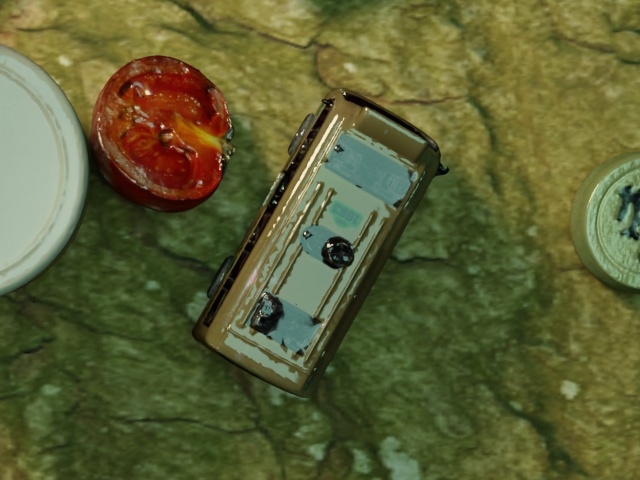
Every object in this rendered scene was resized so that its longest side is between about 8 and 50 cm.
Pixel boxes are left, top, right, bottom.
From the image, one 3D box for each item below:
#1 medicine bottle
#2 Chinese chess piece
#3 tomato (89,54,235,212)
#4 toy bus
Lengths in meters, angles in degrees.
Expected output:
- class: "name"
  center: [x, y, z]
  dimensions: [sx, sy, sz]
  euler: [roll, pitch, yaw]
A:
- class: "medicine bottle"
  center: [-0.328, -0.061, 1.639]
  dimensions: [0.237, 0.232, 0.238]
  euler: [0, 91, -7]
- class: "Chinese chess piece"
  center: [0.322, -0.018, 1.812]
  dimensions: [0.144, 0.058, 0.144]
  euler: [0, 91, -8]
- class: "tomato"
  center: [-0.158, -0.092, 1.735]
  dimensions: [0.139, 0.091, 0.159]
  euler: [16, 61, -19]
- class: "toy bus"
  center: [0.000, 0.000, 1.720]
  dimensions: [0.139, 0.157, 0.290]
  euler: [31, 87, -7]
